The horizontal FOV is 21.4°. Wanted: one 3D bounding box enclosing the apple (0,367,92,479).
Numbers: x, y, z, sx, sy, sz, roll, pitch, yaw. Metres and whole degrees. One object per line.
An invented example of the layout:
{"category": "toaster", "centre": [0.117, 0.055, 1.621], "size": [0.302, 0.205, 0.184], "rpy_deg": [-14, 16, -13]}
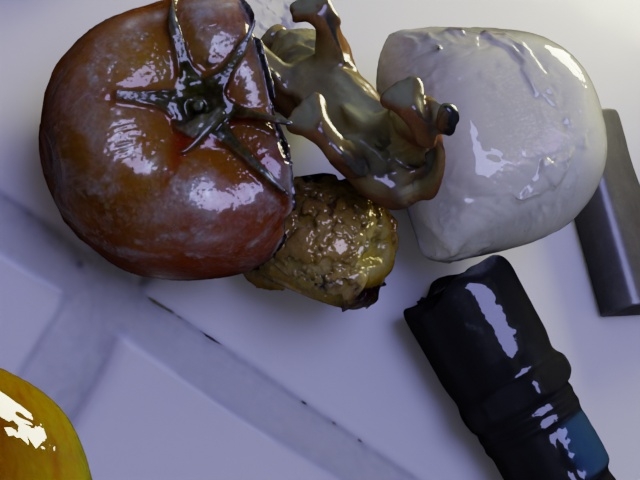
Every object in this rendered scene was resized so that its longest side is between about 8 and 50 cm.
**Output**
{"category": "apple", "centre": [-0.269, 0.167, 0.994], "size": [0.301, 0.301, 0.301], "rpy_deg": [11, 66, -26]}

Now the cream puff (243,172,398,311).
{"category": "cream puff", "centre": [0.000, 0.000, 1.298], "size": [0.119, 0.133, 0.104], "rpy_deg": [18, 94, 0]}

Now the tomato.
{"category": "tomato", "centre": [-0.126, -0.070, 1.231], "size": [0.155, 0.181, 0.214], "rpy_deg": [-11, 73, -27]}

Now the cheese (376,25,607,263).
{"category": "cheese", "centre": [0.144, -0.082, 1.400], "size": [0.189, 0.154, 0.198], "rpy_deg": [-8, 73, -16]}

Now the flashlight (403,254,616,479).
{"category": "flashlight", "centre": [0.207, 0.212, 1.369], "size": [0.103, 0.103, 0.424], "rpy_deg": [-29, 89, -35]}

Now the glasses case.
{"category": "glasses case", "centre": [0.263, -0.026, 1.520], "size": [0.072, 0.042, 0.190], "rpy_deg": [-3, 73, -39]}

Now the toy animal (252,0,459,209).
{"category": "toy animal", "centre": [0.020, -0.103, 1.287], "size": [0.097, 0.312, 0.157], "rpy_deg": [-42, 136, 0]}
